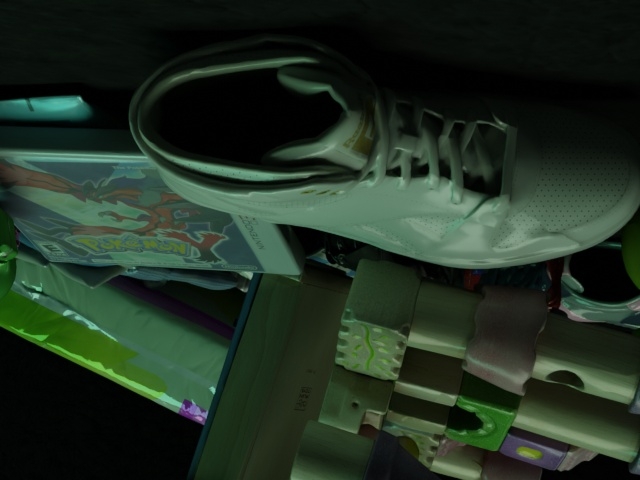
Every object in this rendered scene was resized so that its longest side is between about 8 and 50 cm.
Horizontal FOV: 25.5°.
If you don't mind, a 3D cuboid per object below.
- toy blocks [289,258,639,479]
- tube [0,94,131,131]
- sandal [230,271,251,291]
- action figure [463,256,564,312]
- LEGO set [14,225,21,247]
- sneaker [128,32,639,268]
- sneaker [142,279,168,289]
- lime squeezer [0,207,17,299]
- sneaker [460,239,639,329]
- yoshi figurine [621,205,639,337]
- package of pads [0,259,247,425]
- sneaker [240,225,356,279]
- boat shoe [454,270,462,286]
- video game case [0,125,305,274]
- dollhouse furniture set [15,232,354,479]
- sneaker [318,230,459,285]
[{"bbox_3d":[0.132,0.128,0.944,0.260,0.309,0.289,17,153,5],"label":"toy blocks"},{"bbox_3d":[-0.149,-0.065,0.974,0.080,0.052,0.207,-7,166,19],"label":"tube"},{"bbox_3d":[-0.143,0.038,1.727,0.265,0.102,0.076,-3,169,32],"label":"sandal"},{"bbox_3d":[0.170,0.020,1.244,0.091,0.139,0.280,3,177,8],"label":"action figure"},{"bbox_3d":[-0.275,-0.055,0.960,0.093,0.087,0.227,-3,166,23],"label":"LEGO set"},{"bbox_3d":[0.042,-0.044,0.767,0.292,0.108,0.169,4,178,2],"label":"sneaker"},{"bbox_3d":[-0.161,0.005,1.428,0.080,0.094,0.212,1,175,5],"label":"sneaker"},{"bbox_3d":[-0.253,-0.006,0.930,0.109,0.059,0.310,12,144,-9],"label":"lime squeezer"},{"bbox_3d":[0.276,0.040,1.640,0.319,0.112,0.131,-4,155,33],"label":"sneaker"},{"bbox_3d":[0.364,0.015,1.147,0.362,0.204,0.203,-11,-133,-46],"label":"yoshi figurine"},{"bbox_3d":[-0.180,0.081,1.493,0.296,0.101,0.229,27,-170,-3],"label":"package of pads"},{"bbox_3d":[0.000,0.000,1.401,0.086,0.085,0.237,-31,164,30],"label":"sneaker"},{"bbox_3d":[0.010,0.078,1.647,0.158,0.127,0.340,12,143,-27],"label":"boat shoe"},{"bbox_3d":[-0.126,-0.024,0.964,0.201,0.023,0.183,3,156,15],"label":"video game case"},{"bbox_3d":[-0.119,0.083,1.195,0.303,0.198,0.286,20,-179,27],"label":"dollhouse furniture set"},{"bbox_3d":[0.060,-0.003,1.228,0.130,0.109,0.286,9,173,5],"label":"sneaker"}]
